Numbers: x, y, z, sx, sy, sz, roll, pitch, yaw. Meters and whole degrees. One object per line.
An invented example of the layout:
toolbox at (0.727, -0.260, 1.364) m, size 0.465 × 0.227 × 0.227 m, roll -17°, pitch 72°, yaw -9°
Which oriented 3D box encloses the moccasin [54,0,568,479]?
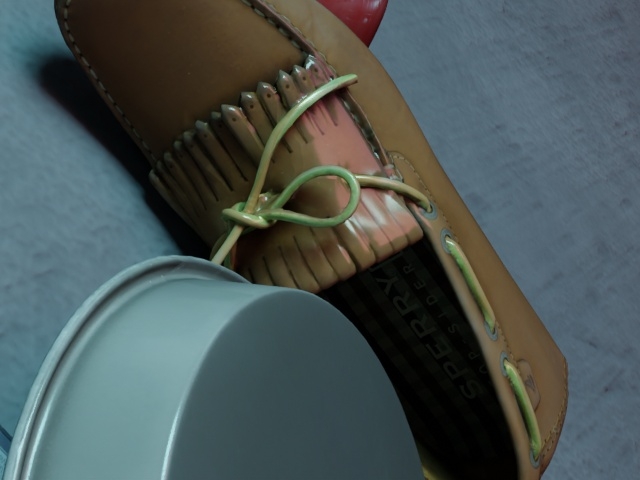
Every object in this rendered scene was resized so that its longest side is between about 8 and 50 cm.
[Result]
moccasin at (-0.003, 0.001, 0.703) m, size 0.380 × 0.139 × 0.147 m, roll 56°, pitch 23°, yaw -20°

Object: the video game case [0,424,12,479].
video game case at (-0.180, 0.130, 0.403) m, size 0.196 × 0.026 × 0.274 m, roll 58°, pitch 30°, yaw -35°

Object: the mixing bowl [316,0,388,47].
mixing bowl at (-0.022, -0.173, 0.837) m, size 0.181 × 0.098 × 0.181 m, roll 31°, pitch 42°, yaw -33°

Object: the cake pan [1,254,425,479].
cake pan at (-0.019, 0.146, 0.535) m, size 0.293 × 0.054 × 0.293 m, roll 38°, pitch 47°, yaw -56°
